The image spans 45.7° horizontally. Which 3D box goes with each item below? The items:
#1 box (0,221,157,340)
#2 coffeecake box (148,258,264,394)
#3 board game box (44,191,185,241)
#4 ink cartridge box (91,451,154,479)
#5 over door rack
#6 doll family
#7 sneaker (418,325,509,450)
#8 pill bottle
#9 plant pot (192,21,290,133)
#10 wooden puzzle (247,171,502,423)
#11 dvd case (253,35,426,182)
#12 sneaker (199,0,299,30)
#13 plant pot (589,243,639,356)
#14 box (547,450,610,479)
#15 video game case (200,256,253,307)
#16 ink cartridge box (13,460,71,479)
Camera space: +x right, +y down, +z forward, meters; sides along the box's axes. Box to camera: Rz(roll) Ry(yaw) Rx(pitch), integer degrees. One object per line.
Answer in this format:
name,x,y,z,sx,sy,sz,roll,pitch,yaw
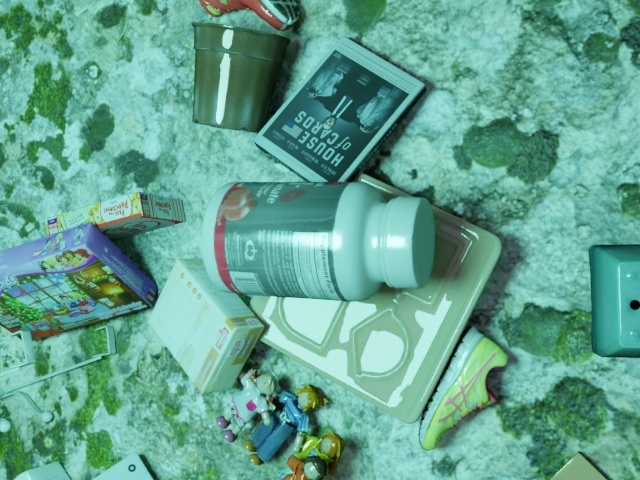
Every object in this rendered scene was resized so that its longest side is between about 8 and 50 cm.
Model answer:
box,-0.473,0.083,1.357,0.293,0.201,0.057,-16,48,18
coffeecake box,-0.197,0.141,1.281,0.185,0.068,0.142,45,118,33
board game box,-0.362,-0.037,1.349,0.194,0.147,0.045,-14,83,19
ink cartridge box,-0.359,0.522,1.316,0.224,0.045,0.223,-33,75,-21
over door rack,-0.546,0.271,1.350,0.324,0.239,0.108,-32,76,16
doll family,-0.048,0.326,1.258,0.163,0.118,0.263,-47,56,18
sneaker,0.221,0.242,1.172,0.094,0.081,0.208,27,101,8
pill bottle,0.000,0.000,1.129,0.319,0.176,0.176,2,88,22
plant pot,-0.144,-0.271,1.283,0.167,0.167,0.165,12,99,19
wooden puzzle,0.077,0.074,1.229,0.348,0.080,0.322,27,94,23
dvd case,0.030,-0.203,1.240,0.179,0.029,0.238,37,82,22
sneaker,-0.152,-0.438,1.335,0.279,0.107,0.118,42,119,19
plant pot,0.451,0.083,1.015,0.166,0.234,0.165,-1,87,18
box,0.378,0.443,1.137,0.164,0.021,0.201,45,102,16
video game case,-0.143,0.060,1.336,0.157,0.019,0.143,31,98,18
ink cartridge box,-0.504,0.557,1.397,0.172,0.100,0.237,-42,76,12
